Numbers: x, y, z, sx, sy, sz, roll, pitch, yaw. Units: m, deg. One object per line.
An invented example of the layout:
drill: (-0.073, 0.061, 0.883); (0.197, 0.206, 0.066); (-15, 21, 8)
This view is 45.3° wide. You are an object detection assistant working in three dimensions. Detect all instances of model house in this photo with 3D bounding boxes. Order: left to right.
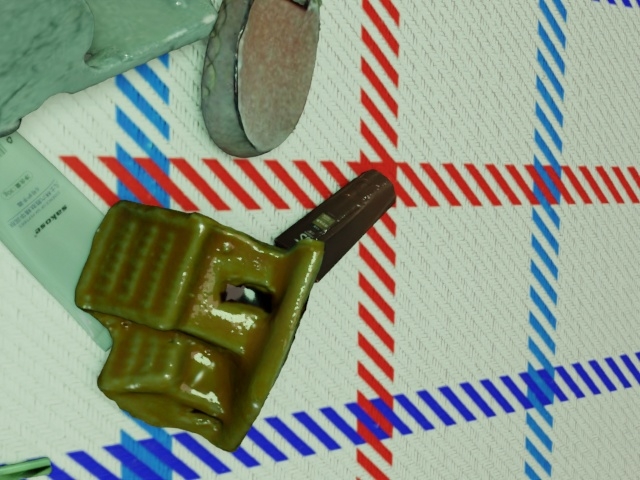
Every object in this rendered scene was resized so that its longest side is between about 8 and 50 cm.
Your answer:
model house: (-0.150, 0.087, 0.830); (0.239, 0.173, 0.268); (20, 91, -9)

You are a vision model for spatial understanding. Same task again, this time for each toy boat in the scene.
toy boat: (-0.080, -0.210, 0.904); (0.155, 0.085, 0.227); (15, 87, -57)

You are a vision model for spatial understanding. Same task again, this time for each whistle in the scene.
whistle: (-0.282, -0.215, 0.720); (0.168, 0.188, 0.405); (52, 27, 14)

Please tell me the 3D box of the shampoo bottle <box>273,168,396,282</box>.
shampoo bottle: (-0.002, -0.002, 0.981); (0.236, 0.068, 0.067); (-42, 123, -23)

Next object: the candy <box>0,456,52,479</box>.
candy: (-0.390, 0.242, 0.755); (0.262, 0.077, 0.073); (3, 63, -47)

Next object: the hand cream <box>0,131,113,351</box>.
hand cream: (-0.291, -0.022, 0.812); (0.109, 0.067, 0.320); (-48, 121, -20)
